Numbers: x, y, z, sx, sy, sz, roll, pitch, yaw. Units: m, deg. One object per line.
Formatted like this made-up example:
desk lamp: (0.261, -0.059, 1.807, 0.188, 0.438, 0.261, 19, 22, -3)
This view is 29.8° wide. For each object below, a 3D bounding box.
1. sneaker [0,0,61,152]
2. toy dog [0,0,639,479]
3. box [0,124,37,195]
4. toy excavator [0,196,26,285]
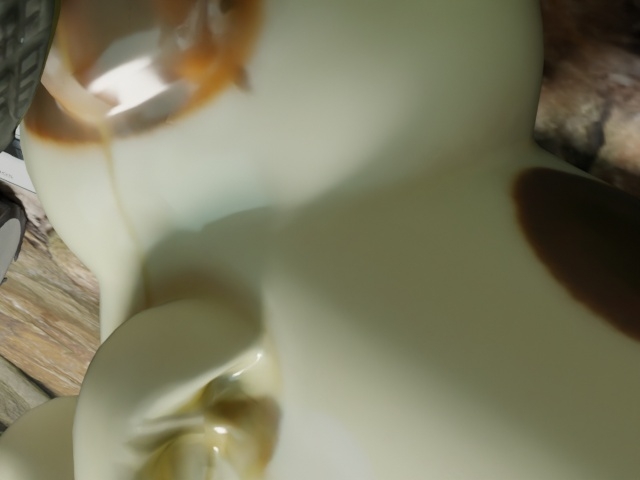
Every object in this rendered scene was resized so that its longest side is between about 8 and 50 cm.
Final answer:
sneaker: (-0.199, -0.199, 0.390, 0.410, 0.158, 0.182, 61, 178, 2)
toy dog: (0.032, 0.034, 0.441, 0.395, 0.284, 0.408, -39, 80, 47)
box: (-0.152, -0.116, 0.690, 0.169, 0.087, 0.290, 22, 158, 6)
toy excavator: (-0.410, -0.021, 0.934, 0.222, 0.433, 0.445, 23, -175, 5)
